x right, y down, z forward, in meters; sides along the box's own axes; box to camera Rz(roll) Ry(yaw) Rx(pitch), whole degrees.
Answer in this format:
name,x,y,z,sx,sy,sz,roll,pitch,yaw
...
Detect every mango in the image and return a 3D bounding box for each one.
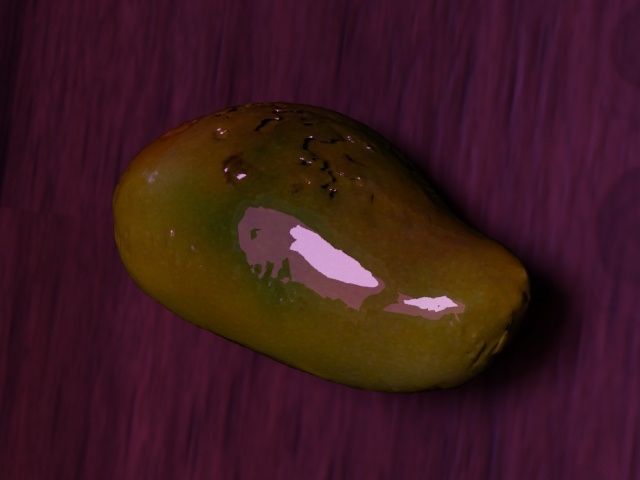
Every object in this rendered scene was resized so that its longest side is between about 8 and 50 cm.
name,x,y,z,sx,sy,sz,roll,pitch,yaw
mango,0.000,0.000,0.612,0.233,0.111,0.125,15,99,34
